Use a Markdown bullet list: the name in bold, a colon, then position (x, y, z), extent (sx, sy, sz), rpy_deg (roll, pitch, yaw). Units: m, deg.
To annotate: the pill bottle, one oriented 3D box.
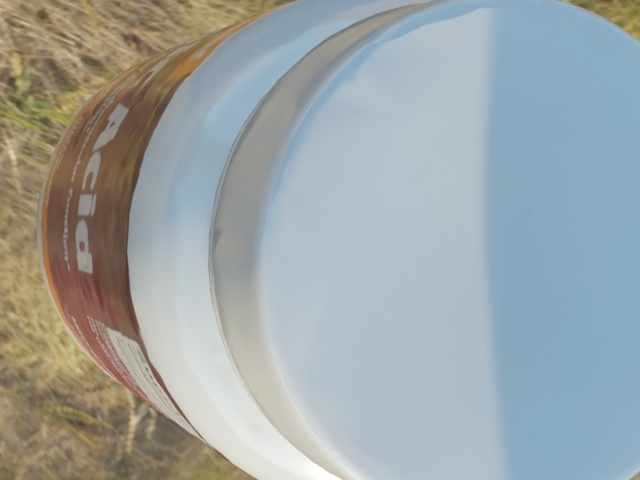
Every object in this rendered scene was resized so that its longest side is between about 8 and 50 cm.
- **pill bottle**: position (0.000, 0.000, 0.643), extent (0.224, 0.392, 0.224), rpy_deg (-1, 92, -20)
